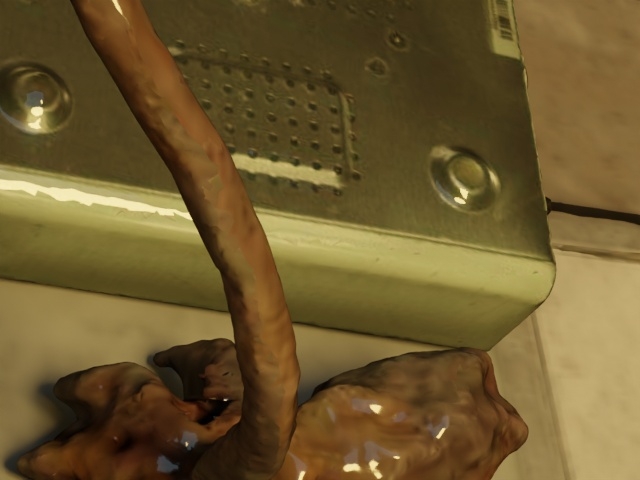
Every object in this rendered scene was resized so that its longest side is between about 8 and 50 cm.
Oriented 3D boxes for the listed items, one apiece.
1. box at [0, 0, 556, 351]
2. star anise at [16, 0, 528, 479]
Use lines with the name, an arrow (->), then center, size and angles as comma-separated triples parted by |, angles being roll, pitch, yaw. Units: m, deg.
box -> -0.034, -0.108, 0.510 | 0.211, 0.045, 0.270 | 11, 57, -24
star anise -> 0.000, 0.000, 0.362 | 0.218, 0.227, 0.148 | 42, 55, 13
